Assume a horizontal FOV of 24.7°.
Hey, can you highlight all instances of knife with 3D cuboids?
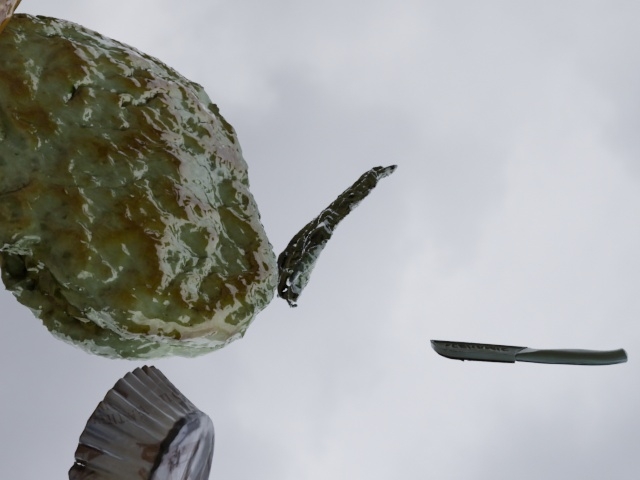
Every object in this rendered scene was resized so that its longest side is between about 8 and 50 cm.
[{"bbox_3d":[0.204,0.113,1.460,0.210,0.015,0.028,1,-149,26],"label":"knife"}]

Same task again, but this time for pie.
[{"bbox_3d":[-0.135,-0.037,0.884,0.090,0.201,0.248,-47,-131,38],"label":"pie"}]

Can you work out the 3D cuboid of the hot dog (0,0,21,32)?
[{"bbox_3d":[-0.277,-0.227,0.633,0.267,0.387,0.174,-29,-173,-27],"label":"hot dog"}]

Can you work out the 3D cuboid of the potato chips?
[{"bbox_3d":[0.001,0.000,1.103,0.092,0.028,0.207,-42,-173,35],"label":"potato chips"}]

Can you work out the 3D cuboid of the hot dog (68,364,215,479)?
[{"bbox_3d":[-0.115,0.190,0.797,0.131,0.069,0.253,-16,121,-74],"label":"hot dog"}]
